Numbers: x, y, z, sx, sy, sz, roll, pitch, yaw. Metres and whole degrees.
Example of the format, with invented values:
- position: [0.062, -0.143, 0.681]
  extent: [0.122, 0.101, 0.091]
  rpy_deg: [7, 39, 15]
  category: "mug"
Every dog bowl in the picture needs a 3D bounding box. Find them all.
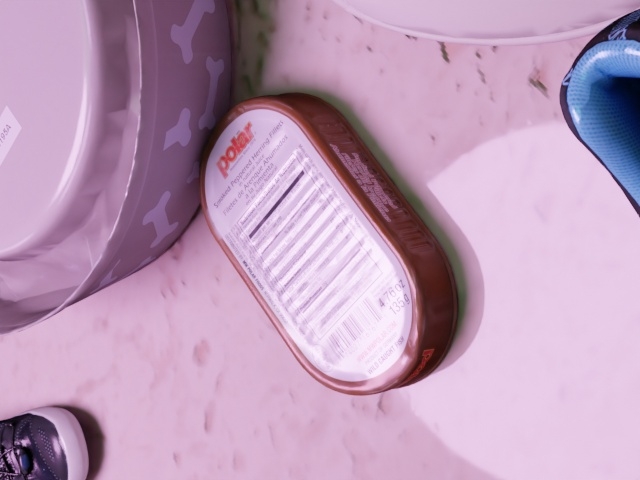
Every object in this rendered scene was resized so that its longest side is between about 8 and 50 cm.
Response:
- position: [-0.200, -0.116, 0.774]
  extent: [0.348, 0.102, 0.349]
  rpy_deg: [7, 102, 38]
  category: "dog bowl"

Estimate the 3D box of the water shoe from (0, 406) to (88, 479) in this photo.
- position: [-0.250, 0.172, 0.870]
  extent: [0.203, 0.080, 0.073]
  rpy_deg: [-20, 85, 39]
  category: "water shoe"

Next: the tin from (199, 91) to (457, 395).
- position: [0.000, 0.000, 0.675]
  extent: [0.106, 0.040, 0.190]
  rpy_deg: [-47, 68, 29]
  category: "tin"

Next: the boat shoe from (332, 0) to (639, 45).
- position: [0.130, -0.167, 0.512]
  extent: [0.319, 0.116, 0.099]
  rpy_deg: [-11, 63, 46]
  category: "boat shoe"

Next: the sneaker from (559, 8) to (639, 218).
- position: [0.215, 0.045, 0.443]
  extent: [0.341, 0.139, 0.125]
  rpy_deg: [51, 124, 21]
  category: "sneaker"
